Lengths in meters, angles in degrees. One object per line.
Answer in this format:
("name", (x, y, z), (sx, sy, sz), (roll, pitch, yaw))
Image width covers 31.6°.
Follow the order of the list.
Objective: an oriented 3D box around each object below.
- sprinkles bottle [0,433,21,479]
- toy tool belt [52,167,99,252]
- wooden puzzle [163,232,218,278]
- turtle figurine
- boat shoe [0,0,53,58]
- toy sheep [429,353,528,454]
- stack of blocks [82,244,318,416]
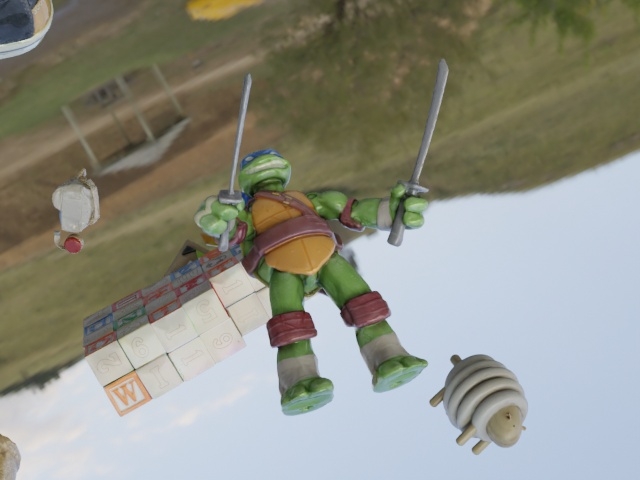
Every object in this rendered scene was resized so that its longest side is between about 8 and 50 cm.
("sprinkles bottle", (-0.402, 0.376, 1.219), (0.121, 0.121, 0.355), (-26, -138, 19))
("toy tool belt", (-0.264, -0.033, 1.238), (0.052, 0.083, 0.051), (7, -152, 4))
("wooden puzzle", (-0.184, 0.037, 1.624), (0.079, 0.014, 0.116), (18, -105, 27))
("turtle figurine", (0.000, 0.000, 1.007), (0.275, 0.266, 0.198), (-34, 156, 34))
("boat shoe", (-0.571, -0.286, 1.346), (0.500, 0.186, 0.156), (-11, 151, -20))
("toy sheep", (0.165, 0.163, 1.166), (0.091, 0.091, 0.132), (-31, -134, -6))
("stack of blocks", (-0.143, 0.085, 1.409), (0.297, 0.087, 0.171), (-29, -164, -6))
